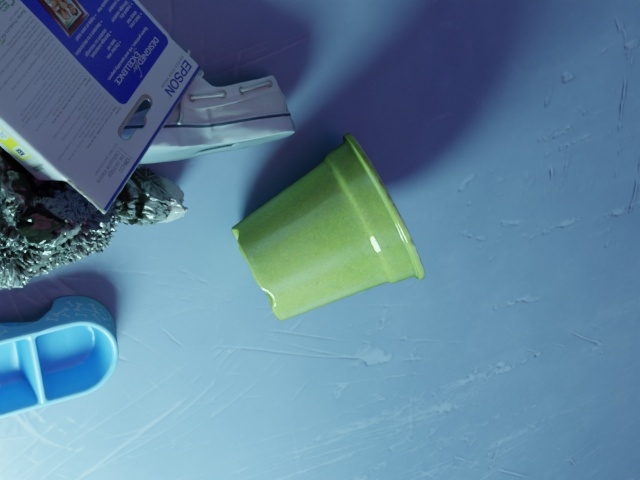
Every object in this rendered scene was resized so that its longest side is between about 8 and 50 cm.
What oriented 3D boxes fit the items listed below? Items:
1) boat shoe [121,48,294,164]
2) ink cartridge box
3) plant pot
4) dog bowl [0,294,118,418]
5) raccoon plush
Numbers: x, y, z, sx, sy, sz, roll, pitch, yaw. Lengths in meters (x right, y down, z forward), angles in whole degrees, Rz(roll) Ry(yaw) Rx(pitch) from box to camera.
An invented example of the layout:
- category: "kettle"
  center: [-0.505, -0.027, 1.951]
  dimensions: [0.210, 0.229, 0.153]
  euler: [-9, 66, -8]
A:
- category: "boat shoe"
  center: [-0.206, -0.213, 1.718]
  dimensions: [0.367, 0.136, 0.156]
  euler: [-13, 88, -35]
- category: "ink cartridge box"
  center: [-0.349, -0.241, 1.545]
  dimensions: [0.307, 0.072, 0.304]
  euler: [48, 52, -29]
- category: "plant pot"
  center: [0.000, 0.000, 1.868]
  dimensions: [0.254, 0.276, 0.276]
  euler: [-28, 121, -1]
- category: "dog bowl"
  center: [-0.464, 0.194, 1.794]
  dimensions: [0.297, 0.074, 0.166]
  euler: [-14, 116, -22]
- category: "raccoon plush"
  center: [-0.422, 0.024, 1.665]
  dimensions: [0.299, 0.216, 0.446]
  euler: [-46, 143, 21]
